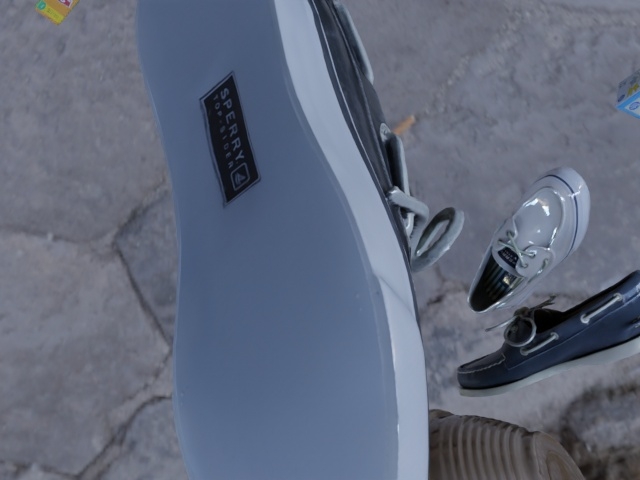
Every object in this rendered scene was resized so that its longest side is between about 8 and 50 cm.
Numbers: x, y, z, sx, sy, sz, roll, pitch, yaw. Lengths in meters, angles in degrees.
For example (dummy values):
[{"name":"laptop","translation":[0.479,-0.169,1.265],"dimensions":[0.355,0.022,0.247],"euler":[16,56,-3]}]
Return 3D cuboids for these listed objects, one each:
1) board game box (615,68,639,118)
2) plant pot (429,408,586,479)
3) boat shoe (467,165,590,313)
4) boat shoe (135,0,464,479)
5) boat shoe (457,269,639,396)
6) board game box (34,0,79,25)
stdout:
[{"name":"board game box","translation":[0.327,-0.129,0.911],"dimensions":[0.103,0.026,0.154],"euler":[23,153,-17]},{"name":"plant pot","translation":[0.167,0.237,0.962],"dimensions":[0.109,0.237,0.237],"euler":[-32,116,20]},{"name":"boat shoe","translation":[0.233,0.014,1.291],"dimensions":[0.076,0.083,0.226],"euler":[-28,150,-33]},{"name":"boat shoe","translation":[-0.003,0.002,0.482],"dimensions":[0.113,0.306,0.105],"euler":[-36,145,28]},{"name":"boat shoe","translation":[0.241,0.101,1.194],"dimensions":[0.254,0.095,0.079],"euler":[-25,93,42]},{"name":"board game box","translation":[-0.171,-0.296,1.014],"dimensions":[0.039,0.124,0.259],"euler":[34,147,-18]}]
